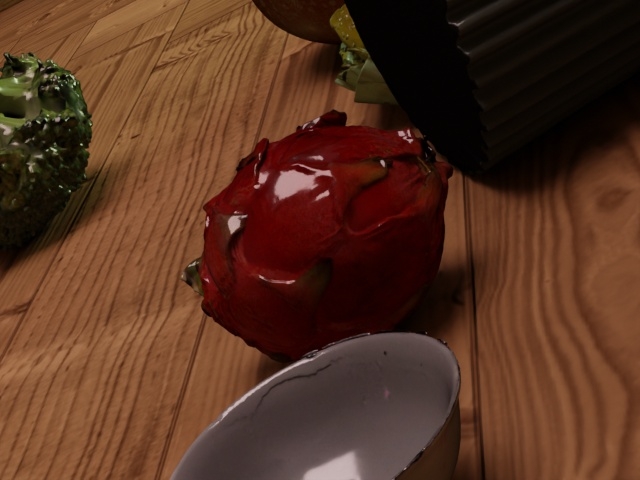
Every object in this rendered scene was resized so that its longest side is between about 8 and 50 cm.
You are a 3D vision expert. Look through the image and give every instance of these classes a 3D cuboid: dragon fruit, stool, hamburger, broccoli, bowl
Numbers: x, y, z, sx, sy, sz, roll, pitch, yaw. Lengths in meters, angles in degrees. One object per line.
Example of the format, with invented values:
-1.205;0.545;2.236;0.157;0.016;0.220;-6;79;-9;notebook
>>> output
0.000;0.000;1.065;0.209;0.172;0.172;-38;19;9;dragon fruit
0.202;-0.258;1.243;0.330;0.297;0.297;-28;20;-7;stool
0.096;-0.217;1.495;0.214;0.125;0.235;-27;32;-22;hamburger
-0.396;-0.104;1.781;0.260;0.235;0.288;-14;5;-34;broccoli
0.012;0.140;0.843;0.189;0.086;0.189;-25;23;11;bowl

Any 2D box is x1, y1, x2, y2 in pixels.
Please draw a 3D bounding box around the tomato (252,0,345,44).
0.041;-0.356;1.742;0.223;0.270;0.270;30;49;15;tomato
